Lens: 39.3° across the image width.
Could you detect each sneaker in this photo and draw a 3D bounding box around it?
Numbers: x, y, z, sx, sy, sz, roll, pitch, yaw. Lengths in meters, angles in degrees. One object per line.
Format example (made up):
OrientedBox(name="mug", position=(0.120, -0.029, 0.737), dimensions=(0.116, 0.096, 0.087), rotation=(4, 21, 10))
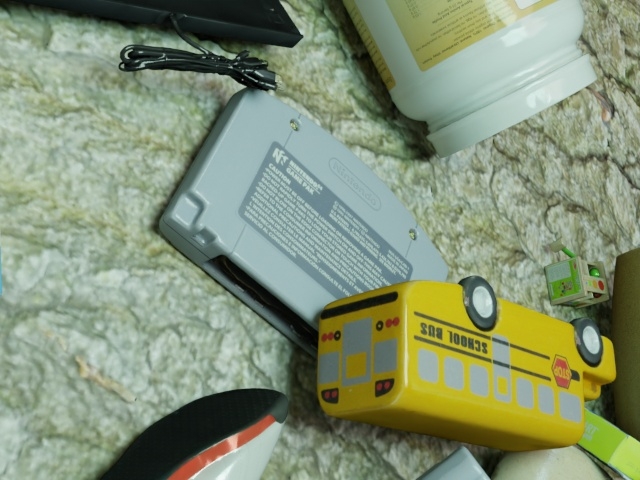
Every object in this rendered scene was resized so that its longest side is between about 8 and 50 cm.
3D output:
OrientedBox(name="sneaker", position=(-0.101, 0.224, 0.668), dimensions=(0.270, 0.090, 0.145), rotation=(-34, 118, -58))

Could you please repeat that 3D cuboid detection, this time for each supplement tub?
OrientedBox(name="supplement tub", position=(0.147, -0.273, 0.990), dimensions=(0.228, 0.228, 0.316), rotation=(-31, 95, -45))

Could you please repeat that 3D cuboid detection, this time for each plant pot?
OrientedBox(name="plant pot", position=(0.455, 0.128, 1.100), dimensions=(0.237, 0.237, 0.254), rotation=(-2, 75, -43))

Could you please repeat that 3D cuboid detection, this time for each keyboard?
OrientedBox(name="keyboard", position=(-0.145, -0.207, 0.805), dimensions=(0.317, 0.033, 0.201), rotation=(-2, 51, -42))

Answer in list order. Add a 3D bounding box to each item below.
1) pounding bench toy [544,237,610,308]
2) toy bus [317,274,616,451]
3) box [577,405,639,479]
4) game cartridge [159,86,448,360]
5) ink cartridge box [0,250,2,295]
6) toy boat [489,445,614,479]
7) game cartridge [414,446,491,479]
OrientedBox(name="pounding bench toy", position=(0.329, 0.040, 1.152), dimensions=(0.065, 0.052, 0.083), rotation=(9, 67, -40))
OrientedBox(name="toy bus", position=(0.152, 0.121, 0.848), dimensions=(0.332, 0.108, 0.130), rotation=(20, 62, -39))
OrientedBox(name="box", position=(0.310, 0.221, 0.983), dimensions=(0.109, 0.178, 0.042), rotation=(35, 89, -27))
OrientedBox(name="game cartridge", position=(0.000, 0.000, 0.868), dimensions=(0.297, 0.062, 0.198), rotation=(41, 46, -23))
OrientedBox(name="ink cartridge box", position=(-0.283, -0.045, 0.618), dimensions=(0.104, 0.061, 0.181), rotation=(7, 69, -41))
OrientedBox(name="toy boat", position=(0.263, 0.373, 0.911), dimensions=(0.318, 0.148, 0.267), rotation=(43, 44, -11))
OrientedBox(name="game cartridge", position=(0.135, 0.351, 0.756), dimensions=(0.196, 0.060, 0.294), rotation=(-38, 86, 0))
